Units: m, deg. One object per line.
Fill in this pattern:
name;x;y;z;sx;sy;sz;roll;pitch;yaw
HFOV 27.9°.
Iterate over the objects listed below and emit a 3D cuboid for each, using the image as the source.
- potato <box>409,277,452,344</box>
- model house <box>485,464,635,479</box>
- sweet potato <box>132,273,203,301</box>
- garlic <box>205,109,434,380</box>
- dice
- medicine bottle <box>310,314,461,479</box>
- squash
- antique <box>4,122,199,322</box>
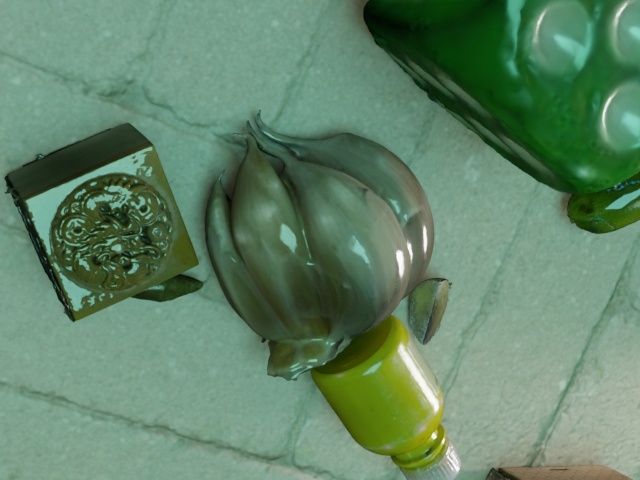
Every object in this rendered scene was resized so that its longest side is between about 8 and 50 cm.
potato;0.128;0.075;1.534;0.037;0.036;0.093;-30;140;-48
model house;0.279;0.404;1.621;0.326;0.169;0.244;-31;106;-10
sweet potato;-0.203;0.051;1.406;0.153;0.038;0.041;-7;85;-15
garlic;0.000;0.000;1.425;0.237;0.210;0.292;3;113;15
dice;0.244;-0.241;1.337;0.300;0.297;0.287;-48;118;-1
medicine bottle;0.088;0.198;1.504;0.122;0.122;0.212;-35;114;-7
squash;0.443;-0.106;1.562;0.331;0.087;0.087;-32;113;-10
antique;-0.225;-0.019;1.318;0.152;0.148;0.147;-26;114;-13
